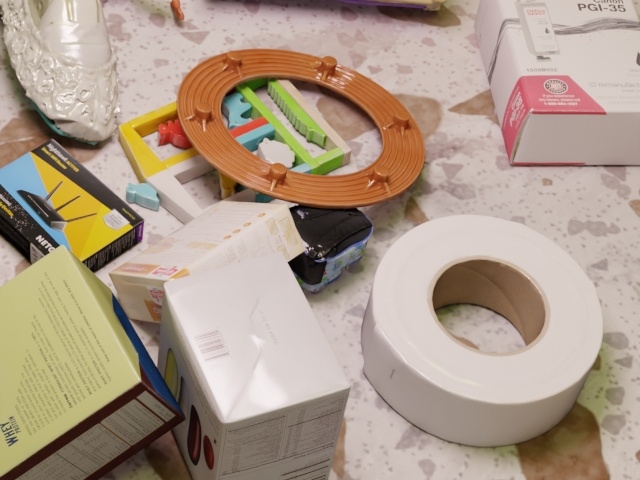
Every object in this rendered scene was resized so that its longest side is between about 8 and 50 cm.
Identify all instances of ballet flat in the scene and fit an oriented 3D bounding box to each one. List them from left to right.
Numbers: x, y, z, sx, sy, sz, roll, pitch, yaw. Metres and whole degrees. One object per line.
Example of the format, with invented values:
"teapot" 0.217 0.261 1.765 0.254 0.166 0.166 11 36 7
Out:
"ballet flat" -0.358 -0.314 2.131 0.147 0.147 0.409 -13 54 -19

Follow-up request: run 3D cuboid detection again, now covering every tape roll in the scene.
"tape roll" 0.192 0.106 1.925 0.286 0.100 0.286 5 51 -6

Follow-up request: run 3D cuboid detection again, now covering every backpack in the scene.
"backpack" 0.000 0.000 1.985 0.114 0.084 0.105 -27 60 -35

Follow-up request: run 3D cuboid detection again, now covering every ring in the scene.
"ring" -0.021 -0.159 2.078 0.337 0.032 0.336 11 39 -9

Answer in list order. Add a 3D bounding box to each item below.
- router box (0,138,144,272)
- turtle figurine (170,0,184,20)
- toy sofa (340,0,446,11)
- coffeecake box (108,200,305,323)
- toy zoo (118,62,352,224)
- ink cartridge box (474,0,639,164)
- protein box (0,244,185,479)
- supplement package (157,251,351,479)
"router box" -0.328 -0.033 1.980 0.179 0.046 0.133 40 55 21
"turtle figurine" -0.300 -0.419 2.214 0.087 0.217 0.269 -36 58 -15
"toy sofa" 0.003 -0.418 2.291 0.363 0.177 0.150 4 90 -7
"coffeecake box" -0.136 0.026 1.904 0.185 0.068 0.142 -34 22 -31
"toy zoo" -0.131 -0.118 2.093 0.293 0.030 0.192 -26 60 -27
"ink cartridge box" 0.345 -0.246 2.223 0.207 0.117 0.283 -1 52 -10
"protein box" -0.294 0.156 1.727 0.201 0.136 0.199 -34 60 0
"supplement package" -0.082 0.162 1.764 0.149 0.203 0.194 -14 54 -19
